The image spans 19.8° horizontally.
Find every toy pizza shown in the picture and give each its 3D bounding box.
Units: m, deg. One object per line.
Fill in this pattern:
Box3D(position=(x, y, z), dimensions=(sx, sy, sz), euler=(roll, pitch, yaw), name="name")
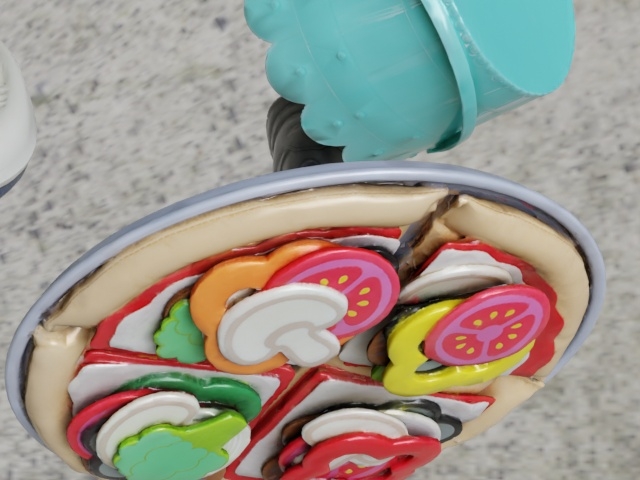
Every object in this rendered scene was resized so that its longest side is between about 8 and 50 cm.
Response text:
Box3D(position=(-0.002, 0.043, 0.603), dimensions=(0.201, 0.201, 0.032), euler=(4, 55, -24), name="toy pizza")

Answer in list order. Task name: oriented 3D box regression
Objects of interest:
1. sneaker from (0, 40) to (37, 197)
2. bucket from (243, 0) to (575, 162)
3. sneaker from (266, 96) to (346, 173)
Box3D(position=(-0.253, -0.039, 0.966), dimensions=(0.131, 0.350, 0.148), euler=(-25, 120, -32), name="sneaker")
Box3D(position=(0.081, -0.211, 1.575), dimensions=(0.281, 0.183, 0.281), euler=(29, 52, -46), name="bucket")
Box3D(position=(0.000, 0.000, 1.753), dimensions=(0.109, 0.130, 0.286), euler=(-10, 128, 7), name="sneaker")
